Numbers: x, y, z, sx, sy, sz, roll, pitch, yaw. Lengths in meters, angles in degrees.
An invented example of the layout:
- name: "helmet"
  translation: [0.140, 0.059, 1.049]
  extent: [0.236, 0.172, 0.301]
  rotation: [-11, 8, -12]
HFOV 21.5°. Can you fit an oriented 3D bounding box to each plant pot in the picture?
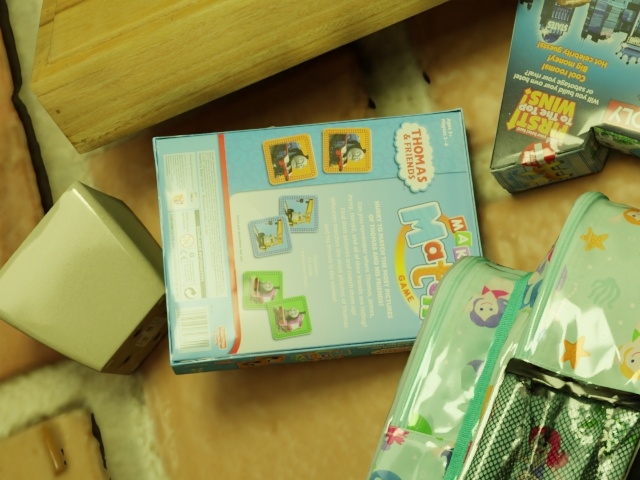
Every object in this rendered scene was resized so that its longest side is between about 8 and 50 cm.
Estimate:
- name: "plant pot"
  translation: [-0.155, 0.037, 1.186]
  extent: [0.096, 0.109, 0.109]
  rotation: [41, 92, 13]

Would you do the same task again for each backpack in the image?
- name: "backpack"
  translation: [0.149, 0.100, 0.982]
  extent: [0.191, 0.225, 0.253]
  rotation: [24, 81, 20]

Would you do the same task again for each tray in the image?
- name: "tray"
  translation: [0.000, -0.218, 1.158]
  extent: [0.411, 0.076, 0.202]
  rotation: [-21, 39, 14]

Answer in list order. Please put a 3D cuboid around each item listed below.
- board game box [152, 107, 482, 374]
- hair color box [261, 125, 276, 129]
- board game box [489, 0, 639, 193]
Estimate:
- name: "board game box"
  translation: [0.000, 0.000, 1.130]
  extent: [0.212, 0.039, 0.160]
  rotation: [-6, 73, -1]
- name: "hair color box"
  translation: [-0.049, -0.003, 1.184]
  extent: [0.072, 0.043, 0.141]
  rotation: [-11, 73, 18]
- name: "board game box"
  translation: [0.199, -0.110, 1.108]
  extent: [0.194, 0.060, 0.194]
  rotation: [21, 85, 25]
